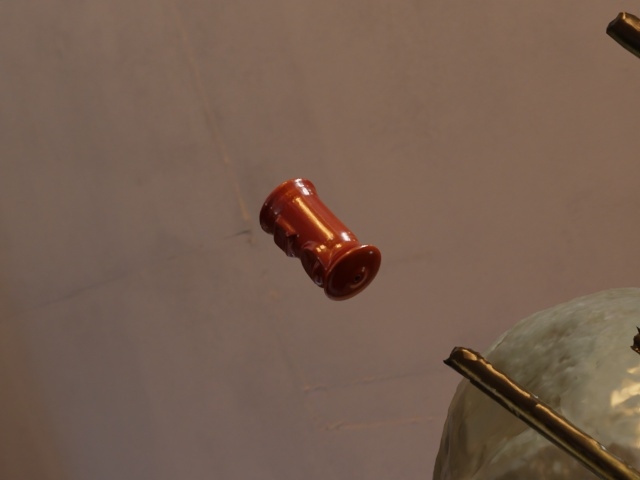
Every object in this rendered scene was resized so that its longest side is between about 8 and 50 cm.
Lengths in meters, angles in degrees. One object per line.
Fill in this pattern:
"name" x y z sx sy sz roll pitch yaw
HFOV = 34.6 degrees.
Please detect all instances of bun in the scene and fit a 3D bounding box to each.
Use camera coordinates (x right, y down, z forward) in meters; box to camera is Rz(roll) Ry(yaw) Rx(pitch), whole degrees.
"bun" 0.181 0.208 0.601 0.362 0.211 0.362 164 -90 -88

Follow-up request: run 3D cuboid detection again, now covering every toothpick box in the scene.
"toothpick box" 0.000 0.000 0.677 0.083 0.047 0.047 46 -47 36

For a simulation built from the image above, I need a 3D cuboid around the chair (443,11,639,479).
"chair" 0.195 0.075 0.270 0.325 0.170 0.160 41 -63 40
